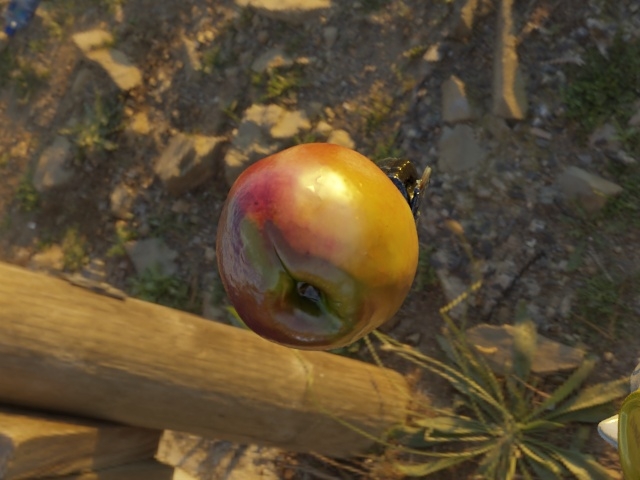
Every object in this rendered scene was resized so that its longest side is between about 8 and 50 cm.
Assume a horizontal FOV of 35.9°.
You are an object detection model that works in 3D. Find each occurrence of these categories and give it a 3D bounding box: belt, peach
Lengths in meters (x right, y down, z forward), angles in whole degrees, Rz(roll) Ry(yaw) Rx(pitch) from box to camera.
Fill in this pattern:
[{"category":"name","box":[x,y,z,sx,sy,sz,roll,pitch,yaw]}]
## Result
[{"category":"belt","box":[0.111,-0.032,1.754,0.122,0.128,0.218,17,124,11]},{"category":"peach","box":[0.000,0.000,1.452,0.308,0.308,0.332,-27,25,32]}]

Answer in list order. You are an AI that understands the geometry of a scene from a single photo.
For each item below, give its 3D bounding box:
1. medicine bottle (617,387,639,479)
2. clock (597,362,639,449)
[{"category":"medicine bottle","box":[0.279,0.118,0.475,0.261,0.095,0.064,10,105,-1]},{"category":"clock","box":[0.414,0.184,0.886,0.265,0.324,0.108,65,151,29]}]
